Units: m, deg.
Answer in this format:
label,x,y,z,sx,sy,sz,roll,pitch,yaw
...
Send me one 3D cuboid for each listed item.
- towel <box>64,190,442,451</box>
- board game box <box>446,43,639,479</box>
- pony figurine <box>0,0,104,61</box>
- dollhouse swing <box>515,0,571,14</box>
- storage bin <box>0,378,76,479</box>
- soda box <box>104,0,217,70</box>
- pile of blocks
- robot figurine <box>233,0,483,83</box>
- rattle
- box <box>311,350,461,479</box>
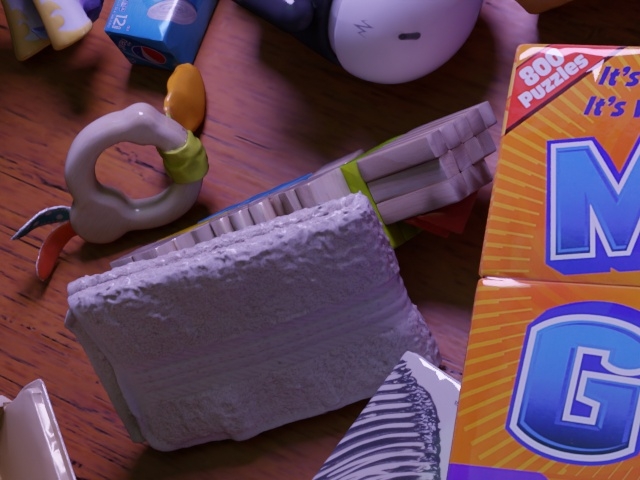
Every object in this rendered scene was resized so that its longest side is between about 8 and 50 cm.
label,x,y,z,sx,sy,sz,roll,pitch,yaw
towel,-0.059,0.075,1.634,0.282,0.187,0.049,-18,33,11
board game box,0.322,0.100,1.392,0.356,0.356,0.356,4,69,20
pony figurine,-0.363,-0.323,1.814,0.351,0.303,0.363,-29,106,14
dollhouse swing,0.169,-0.426,1.622,0.315,0.305,0.347,-17,61,54
storage bin,-0.336,0.247,1.604,0.262,0.123,0.260,-3,57,-32
soda box,-0.131,-0.270,1.867,0.067,0.071,0.210,12,72,23
pile of blocks,0.000,0.000,1.700,0.362,0.149,0.113,-22,96,17
robot figurine,0.020,-0.259,1.753,0.278,0.173,0.209,38,86,28
rattle,-0.198,-0.069,1.808,0.199,0.130,0.143,-42,46,28
box,0.043,0.236,1.577,0.113,0.094,0.275,31,80,27
